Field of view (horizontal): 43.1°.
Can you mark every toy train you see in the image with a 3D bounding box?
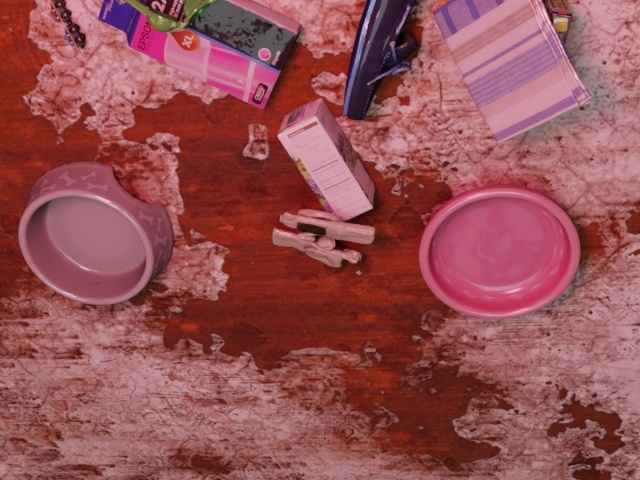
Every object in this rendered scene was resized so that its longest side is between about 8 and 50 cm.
[{"bbox_3d":[-0.509,-0.445,1.581,0.036,0.027,0.158,-15,119,20],"label":"toy train"}]

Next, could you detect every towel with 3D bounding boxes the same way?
[{"bbox_3d":[0.336,-0.330,1.439,0.209,0.034,0.285,-27,91,48],"label":"towel"}]

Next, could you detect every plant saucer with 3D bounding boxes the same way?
[{"bbox_3d":[0.377,0.016,1.728,0.332,0.084,0.332,3,124,5],"label":"plant saucer"}]

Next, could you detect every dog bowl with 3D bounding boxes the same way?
[{"bbox_3d":[-0.514,-0.003,1.826,0.349,0.102,0.348,3,123,5],"label":"dog bowl"}]

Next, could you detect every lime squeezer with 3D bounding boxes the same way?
[{"bbox_3d":[-0.254,-0.438,1.475,0.311,0.059,0.109,-4,89,10],"label":"lime squeezer"}]

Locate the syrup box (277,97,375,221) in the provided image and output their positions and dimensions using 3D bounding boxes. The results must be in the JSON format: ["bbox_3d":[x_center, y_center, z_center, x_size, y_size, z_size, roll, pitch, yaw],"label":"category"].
[{"bbox_3d":[0.016,-0.161,1.655,0.096,0.093,0.237,-24,117,22],"label":"syrup box"}]

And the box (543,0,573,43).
[{"bbox_3d":[0.406,-0.329,1.481,0.036,0.114,0.207,10,124,1],"label":"box"}]

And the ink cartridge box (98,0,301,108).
[{"bbox_3d":[-0.239,-0.410,1.549,0.371,0.069,0.175,25,122,-6],"label":"ink cartridge box"}]

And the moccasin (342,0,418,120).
[{"bbox_3d":[0.126,-0.368,1.482,0.117,0.137,0.342,13,125,-6],"label":"moccasin"}]

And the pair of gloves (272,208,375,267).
[{"bbox_3d":[0.000,0.000,1.726,0.204,0.042,0.240,17,160,-5],"label":"pair of gloves"}]
